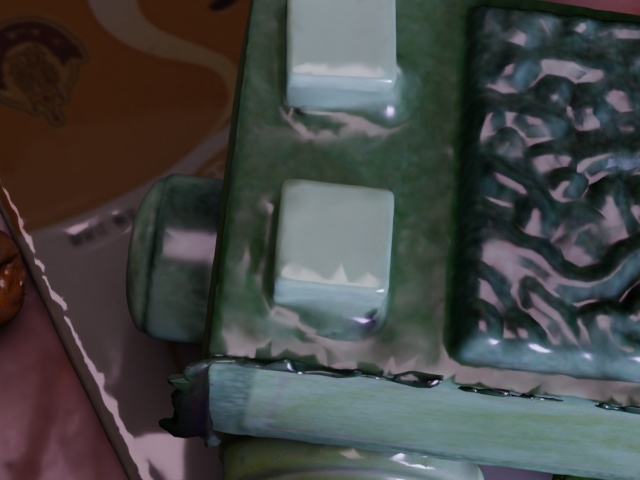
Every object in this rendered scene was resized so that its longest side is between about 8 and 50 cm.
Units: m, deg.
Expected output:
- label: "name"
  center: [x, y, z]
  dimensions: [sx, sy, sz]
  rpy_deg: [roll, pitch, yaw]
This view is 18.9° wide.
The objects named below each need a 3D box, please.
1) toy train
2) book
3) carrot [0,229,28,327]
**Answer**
- label: "toy train"
  center: [0.074, 0.015, 0.609]
  dimensions: [0.271, 0.188, 0.159]
  rpy_deg: [8, 68, -4]
- label: "book"
  center: [0.000, 0.000, 0.716]
  dimensions: [0.208, 0.020, 0.295]
  rpy_deg: [-24, 75, -15]
- label: "carrot"
  center: [-0.195, 0.005, 0.672]
  dimensions: [0.186, 0.060, 0.060]
  rpy_deg: [5, 70, -8]
